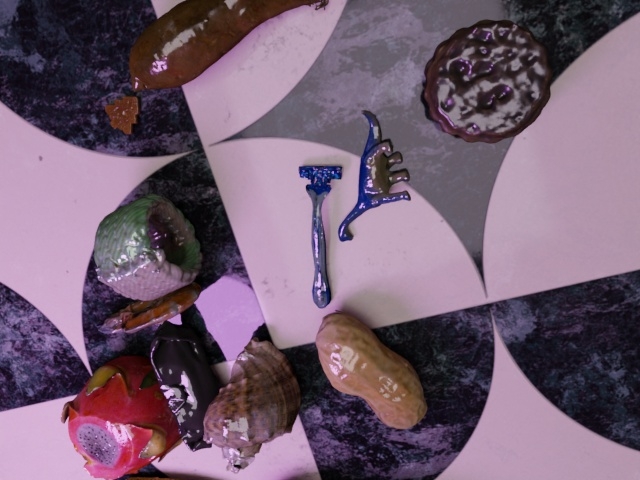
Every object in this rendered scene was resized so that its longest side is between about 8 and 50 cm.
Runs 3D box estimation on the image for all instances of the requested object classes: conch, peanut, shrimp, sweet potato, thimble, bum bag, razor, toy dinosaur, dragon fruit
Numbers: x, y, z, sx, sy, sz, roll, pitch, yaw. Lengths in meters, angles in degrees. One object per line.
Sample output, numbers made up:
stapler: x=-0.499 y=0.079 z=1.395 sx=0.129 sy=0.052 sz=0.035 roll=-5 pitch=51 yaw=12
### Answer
conch: x=-0.146 y=0.376 z=1.082 sx=0.210 sy=0.159 sz=0.291 roll=13 pitch=92 yaw=-9
peanut: x=0.112 y=0.288 z=1.064 sx=0.313 sy=0.149 sz=0.149 roll=41 pitch=107 yaw=-9
shrimp: x=-0.406 y=0.172 z=1.102 sx=0.317 sy=0.164 sz=0.062 roll=-21 pitch=100 yaw=20
sweet potato: x=-0.196 y=-0.416 z=0.942 sx=0.423 sy=0.130 sz=0.130 roll=-26 pitch=99 yaw=4
thimble: x=-0.364 y=0.020 z=1.025 sx=0.150 sy=0.219 sz=0.218 roll=-25 pitch=99 yaw=13
bum bag: x=-0.308 y=0.333 z=1.152 sx=0.080 sy=0.142 sz=0.326 roll=-13 pitch=99 yaw=44
razor: x=-0.003 y=0.003 z=1.047 sx=0.093 sy=0.056 sz=0.323 roll=3 pitch=106 yaw=14
toy dinosaur: x=0.080 y=-0.129 z=1.000 sx=0.188 sy=0.075 sz=0.247 roll=-18 pitch=106 yaw=23
dragon fruit: x=-0.472 y=0.430 z=1.162 sx=0.291 sy=0.189 sz=0.290 roll=2 pitch=104 yaw=8

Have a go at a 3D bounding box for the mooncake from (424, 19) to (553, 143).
mooncake: x=0.303 y=-0.289 z=0.890 sx=0.229 sy=0.124 sz=0.228 roll=3 pitch=105 yaw=10

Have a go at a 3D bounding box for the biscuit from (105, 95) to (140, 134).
biscuit: x=-0.427 y=-0.281 z=1.062 sx=0.082 sy=0.016 sz=0.092 roll=46 pitch=105 yaw=1

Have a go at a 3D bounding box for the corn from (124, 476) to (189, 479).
corn: x=-0.400 y=0.669 z=1.261 sx=0.311 sy=0.101 sz=0.101 roll=-2 pitch=104 yaw=11
